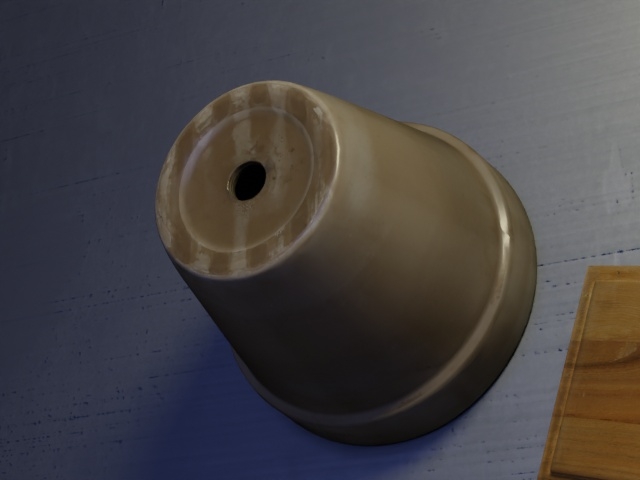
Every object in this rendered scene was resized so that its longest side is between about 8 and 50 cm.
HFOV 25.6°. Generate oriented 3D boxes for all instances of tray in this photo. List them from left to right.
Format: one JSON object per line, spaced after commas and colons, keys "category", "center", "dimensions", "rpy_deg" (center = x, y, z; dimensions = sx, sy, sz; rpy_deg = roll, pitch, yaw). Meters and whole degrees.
{"category": "tray", "center": [0.358, 0.123, 1.075], "dimensions": [0.411, 0.076, 0.203], "rpy_deg": [-2, 67, 52]}

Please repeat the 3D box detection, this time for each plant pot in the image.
{"category": "plant pot", "center": [0.000, 0.000, 1.305], "dimensions": [0.323, 0.280, 0.323], "rpy_deg": [-13, 63, 27]}
